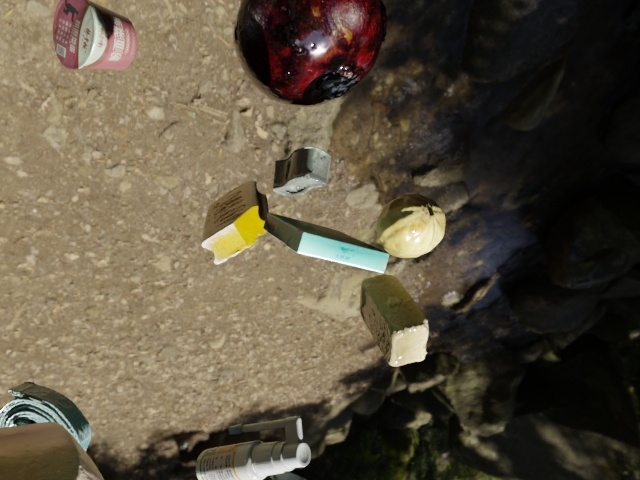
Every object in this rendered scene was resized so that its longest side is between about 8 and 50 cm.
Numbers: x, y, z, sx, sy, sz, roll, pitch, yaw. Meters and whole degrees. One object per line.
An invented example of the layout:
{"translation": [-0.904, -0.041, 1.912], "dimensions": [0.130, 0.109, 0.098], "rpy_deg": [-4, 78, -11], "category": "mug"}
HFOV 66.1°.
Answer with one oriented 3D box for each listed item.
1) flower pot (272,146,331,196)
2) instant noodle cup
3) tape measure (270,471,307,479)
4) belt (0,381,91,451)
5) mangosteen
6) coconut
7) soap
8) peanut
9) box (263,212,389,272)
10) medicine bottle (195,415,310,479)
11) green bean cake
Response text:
{"translation": [-0.069, -0.218, 1.595], "dimensions": [0.103, 0.108, 0.229], "rpy_deg": [17, 163, -32], "category": "flower pot"}
{"translation": [-0.737, -0.672, 1.626], "dimensions": [0.235, 0.235, 0.178], "rpy_deg": [-45, 163, 30], "category": "instant noodle cup"}
{"translation": [-0.060, 0.497, 0.975], "dimensions": [0.091, 0.054, 0.094], "rpy_deg": [12, 137, 12], "category": "tape measure"}
{"translation": [-0.509, 0.357, 0.896], "dimensions": [0.163, 0.148, 0.082], "rpy_deg": [22, 172, -1], "category": "belt"}
{"translation": [-0.024, -0.540, 1.181], "dimensions": [0.381, 0.421, 0.381], "rpy_deg": [0, 173, 0], "category": "mangosteen"}
{"translation": [-0.405, 0.358, 0.659], "dimensions": [0.224, 0.224, 0.234], "rpy_deg": [-44, 153, 29], "category": "coconut"}
{"translation": [-0.189, -0.048, 1.111], "dimensions": [0.140, 0.232, 0.073], "rpy_deg": [-32, 115, 6], "category": "soap"}
{"translation": [0.200, -0.026, 1.089], "dimensions": [0.147, 0.148, 0.319], "rpy_deg": [-23, 171, 7], "category": "peanut"}
{"translation": [0.000, 0.000, 0.889], "dimensions": [0.162, 0.229, 0.041], "rpy_deg": [14, 96, -23], "category": "box"}
{"translation": [-0.113, 0.350, 0.819], "dimensions": [0.220, 0.092, 0.061], "rpy_deg": [-22, 152, 31], "category": "medicine bottle"}
{"translation": [0.149, 0.161, 1.019], "dimensions": [0.085, 0.179, 0.109], "rpy_deg": [-12, 124, -13], "category": "green bean cake"}
